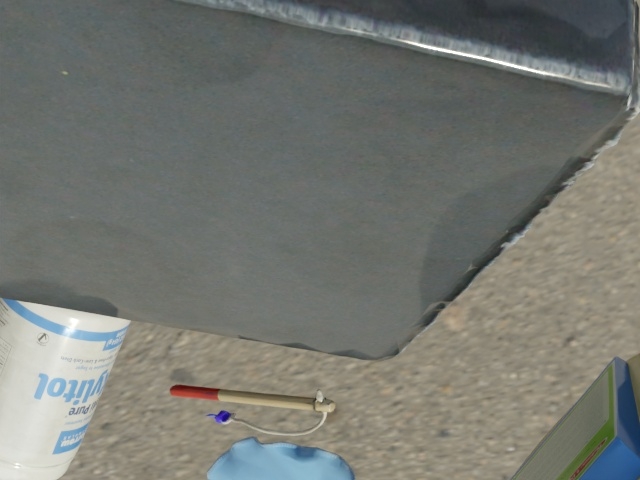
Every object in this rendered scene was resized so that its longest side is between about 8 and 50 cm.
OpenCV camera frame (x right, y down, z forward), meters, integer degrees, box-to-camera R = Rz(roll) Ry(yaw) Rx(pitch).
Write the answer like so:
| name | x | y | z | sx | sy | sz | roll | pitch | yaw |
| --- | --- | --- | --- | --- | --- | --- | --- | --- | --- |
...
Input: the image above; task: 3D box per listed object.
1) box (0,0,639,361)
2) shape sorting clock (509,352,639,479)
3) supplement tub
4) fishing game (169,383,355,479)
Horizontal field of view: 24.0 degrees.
| name | x | y | z | sx | sy | sz | roll | pitch | yaw |
| --- | --- | --- | --- | --- | --- | --- | --- | --- | --- |
| box | -0.136 | -0.245 | 0.627 | 0.480 | 0.297 | 0.471 | 11 | 64 | -10 |
| shape sorting clock | 0.122 | 0.141 | 0.766 | 0.040 | 0.206 | 0.206 | 38 | 69 | 1 |
| supplement tub | -0.144 | 0.063 | 0.773 | 0.071 | 0.071 | 0.107 | 17 | 111 | -17 |
| fishing game | 0.008 | 0.195 | 0.976 | 0.041 | 0.189 | 0.264 | -44 | 121 | -39 |
